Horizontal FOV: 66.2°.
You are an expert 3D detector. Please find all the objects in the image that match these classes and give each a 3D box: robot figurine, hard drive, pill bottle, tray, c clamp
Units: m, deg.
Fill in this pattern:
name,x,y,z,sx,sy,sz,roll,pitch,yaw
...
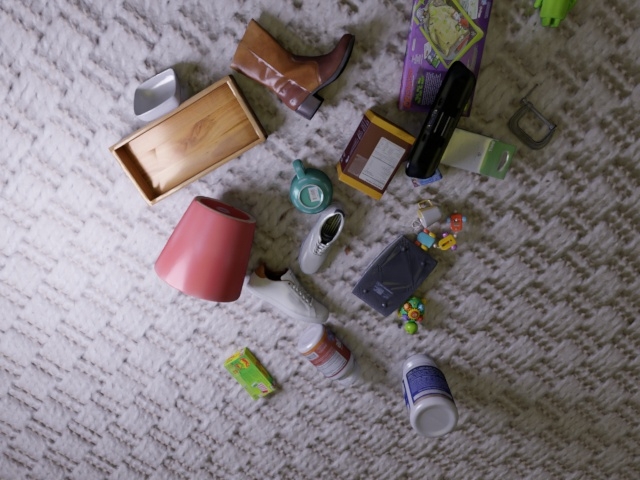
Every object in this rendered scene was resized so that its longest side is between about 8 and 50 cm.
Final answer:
name,x,y,z,sx,sy,sz,roll,pitch,yaw
robot figurine,0.626,-0.630,1.306,0.101,0.067,0.115,9,110,5
hard drive,0.236,0.112,1.593,0.172,0.054,0.255,36,107,-13
pill bottle,0.352,0.505,1.631,0.153,0.265,0.153,0,112,0
tray,-0.381,-0.286,1.433,0.410,0.076,0.203,-28,108,9
c clamp,0.630,-0.349,1.436,0.160,0.022,0.137,42,105,-14
pill bottle,0.034,0.392,1.665,0.121,0.121,0.216,-40,106,14

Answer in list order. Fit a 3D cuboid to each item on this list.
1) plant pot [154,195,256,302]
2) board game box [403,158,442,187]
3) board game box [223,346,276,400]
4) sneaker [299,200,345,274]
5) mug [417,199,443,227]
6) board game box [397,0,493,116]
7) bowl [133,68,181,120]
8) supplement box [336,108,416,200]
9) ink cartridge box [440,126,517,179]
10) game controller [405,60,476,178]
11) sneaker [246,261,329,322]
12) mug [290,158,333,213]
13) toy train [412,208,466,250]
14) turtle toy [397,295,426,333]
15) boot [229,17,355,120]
name,x,y,z,sx,sy,sz,roll,pitch,yaw
plant pot,-0.324,0.014,1.460,0.274,0.275,0.243,22,101,-8
board game box,0.305,-0.212,1.469,0.090,0.020,0.090,-16,111,36
board game box,-0.247,0.473,1.736,0.092,0.043,0.181,-33,108,11
sneaker,0.000,0.000,1.530,0.094,0.091,0.258,20,109,-8
mug,0.337,-0.086,1.508,0.064,0.062,0.078,-23,99,2
board game box,0.341,-0.528,1.357,0.208,0.056,0.347,4,111,-6
bowl,-0.446,-0.397,1.367,0.142,0.142,0.053,-24,143,12
supplement box,0.149,-0.246,1.384,0.129,0.191,0.194,27,108,-10
ink cartridge box,0.453,-0.260,1.448,0.209,0.062,0.109,14,109,-5
game controller,0.320,-0.315,1.324,0.067,0.166,0.319,31,107,32
sneaker,-0.088,0.167,1.586,0.290,0.106,0.123,27,111,-8
mug,-0.039,-0.151,1.470,0.157,0.097,0.129,29,108,-11
toy train,0.376,-0.028,1.549,0.166,0.046,0.125,-6,84,13
turtle toy,0.307,0.246,1.638,0.095,0.066,0.130,2,111,-1
boot,-0.074,-0.516,1.357,0.280,0.096,0.264,35,115,-5
